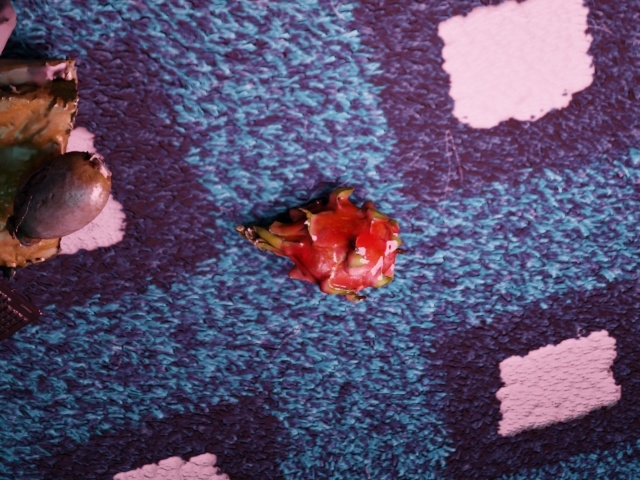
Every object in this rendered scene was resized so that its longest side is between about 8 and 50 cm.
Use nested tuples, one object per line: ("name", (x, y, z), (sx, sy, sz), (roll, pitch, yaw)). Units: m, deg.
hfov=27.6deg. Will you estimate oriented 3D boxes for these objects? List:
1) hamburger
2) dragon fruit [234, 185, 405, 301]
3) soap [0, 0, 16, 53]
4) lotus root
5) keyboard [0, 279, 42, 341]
("hamburger", (-0.408, -0.100, 1.595), (0.211, 0.132, 0.308), (4, 129, -17))
("dragon fruit", (0.001, -0.001, 1.797), (0.236, 0.135, 0.137), (20, 130, -8))
("soap", (-0.562, -0.124, 1.367), (0.350, 0.213, 0.435), (-19, 153, -53))
("lotus root", (-0.312, -0.046, 1.535), (0.165, 0.088, 0.088), (-35, 130, 23))
("keyboard", (-0.494, 0.054, 1.785), (0.087, 0.017, 0.250), (-32, 130, 15))
